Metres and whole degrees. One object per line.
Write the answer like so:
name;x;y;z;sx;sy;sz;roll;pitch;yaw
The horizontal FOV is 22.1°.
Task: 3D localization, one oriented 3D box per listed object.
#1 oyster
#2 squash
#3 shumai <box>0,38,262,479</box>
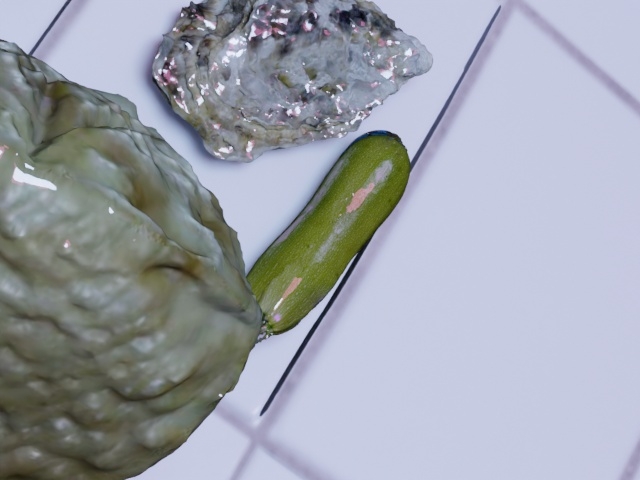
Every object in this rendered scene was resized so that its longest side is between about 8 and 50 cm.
oyster;-0.020;-0.117;1.043;0.177;0.064;0.125;-32;101;-25
squash;0.000;0.000;1.039;0.052;0.052;0.183;45;64;-13
shumai;-0.201;-0.038;0.844;0.330;0.292;0.288;37;35;-27
